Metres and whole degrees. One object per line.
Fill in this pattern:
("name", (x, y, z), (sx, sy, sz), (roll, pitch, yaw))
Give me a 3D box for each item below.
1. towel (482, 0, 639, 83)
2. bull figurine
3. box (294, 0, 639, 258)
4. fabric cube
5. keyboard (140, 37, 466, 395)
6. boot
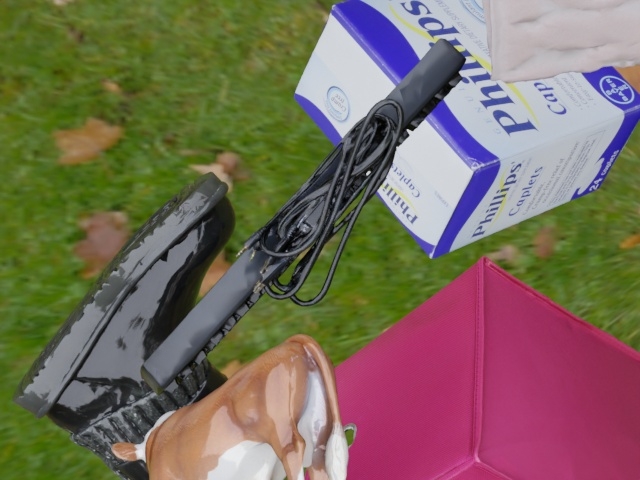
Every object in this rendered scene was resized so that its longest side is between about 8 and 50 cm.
("towel", (0.220, -0.174, 0.681), (0.332, 0.317, 0.053), (-8, 67, 3))
("bull figurine", (-0.082, 0.205, 1.545), (0.310, 0.101, 0.188), (-44, 50, 44))
("box", (0.081, -0.075, 0.936), (0.126, 0.137, 0.072), (50, 140, 22))
("fabric cube", (0.163, 0.223, 1.712), (0.259, 0.254, 0.258), (31, 132, -23))
("keyboard", (0.000, 0.000, 0.729), (0.038, 0.100, 0.192), (42, 92, 6))
("boot", (-0.134, 0.121, 1.866), (0.260, 0.131, 0.348), (36, 106, -10))
